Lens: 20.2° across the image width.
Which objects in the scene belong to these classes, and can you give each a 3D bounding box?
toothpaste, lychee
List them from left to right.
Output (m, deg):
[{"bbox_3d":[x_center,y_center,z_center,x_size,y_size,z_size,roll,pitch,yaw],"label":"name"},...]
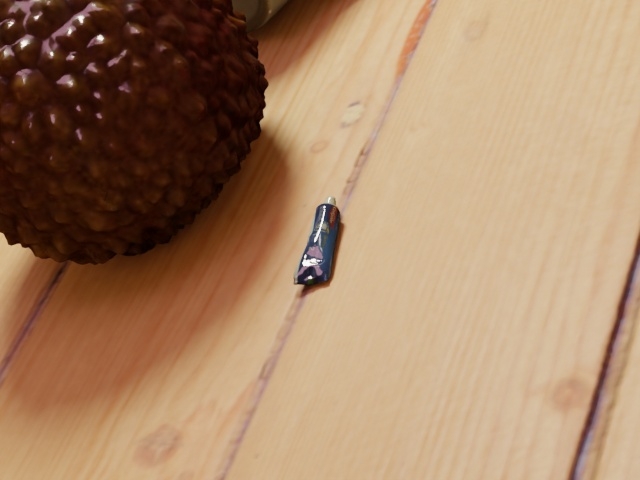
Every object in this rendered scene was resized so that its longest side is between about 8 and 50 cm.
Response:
[{"bbox_3d":[-0.180,-0.120,1.371,0.267,0.267,0.267,-21,35,15],"label":"lychee"},{"bbox_3d":[0.000,0.000,1.286,0.027,0.019,0.083,1,46,14],"label":"toothpaste"}]

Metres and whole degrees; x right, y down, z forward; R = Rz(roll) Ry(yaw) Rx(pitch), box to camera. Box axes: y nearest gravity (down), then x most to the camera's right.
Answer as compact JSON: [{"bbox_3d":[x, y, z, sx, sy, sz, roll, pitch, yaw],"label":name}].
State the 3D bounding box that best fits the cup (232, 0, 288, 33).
[{"bbox_3d":[-0.026,-0.298,1.576,0.258,0.186,0.234,14,58,12],"label":"cup"}]
